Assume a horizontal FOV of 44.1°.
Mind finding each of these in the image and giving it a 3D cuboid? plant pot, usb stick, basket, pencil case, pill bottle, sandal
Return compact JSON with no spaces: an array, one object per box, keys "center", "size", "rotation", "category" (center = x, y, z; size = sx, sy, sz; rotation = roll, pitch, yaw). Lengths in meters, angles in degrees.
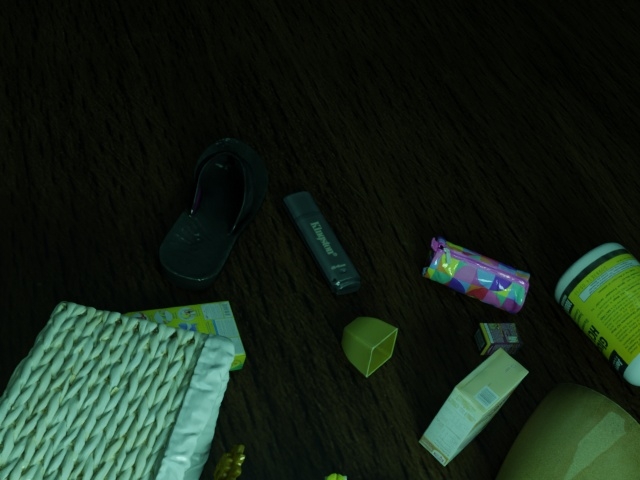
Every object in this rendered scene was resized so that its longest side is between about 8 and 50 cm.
[{"center":[0.087,0.195,1.518],"size":[0.083,0.081,0.081],"rotation":[32,45,28],"category":"plant pot"},{"center":[0.000,0.000,1.692],"size":[0.077,0.045,0.278],"rotation":[-10,52,-28],"category":"usb stick"},{"center":[-0.301,0.308,1.095],"size":[0.266,0.328,0.331],"rotation":[18,45,1],"category":"basket"},{"center":[0.402,0.411,1.339],"size":[0.254,0.237,0.237],"rotation":[-35,65,-25],"category":"plant pot"},{"center":[0.333,0.074,1.704],"size":[0.236,0.104,0.104],"rotation":[22,45,0],"category":"pencil case"},{"center":[0.664,0.179,1.650],"size":[0.188,0.188,0.334],"rotation":[-13,51,-30],"category":"pill bottle"},{"center":[-0.207,-0.085,1.655],"size":[0.168,0.107,0.445],"rotation":[17,44,-4],"category":"sandal"}]

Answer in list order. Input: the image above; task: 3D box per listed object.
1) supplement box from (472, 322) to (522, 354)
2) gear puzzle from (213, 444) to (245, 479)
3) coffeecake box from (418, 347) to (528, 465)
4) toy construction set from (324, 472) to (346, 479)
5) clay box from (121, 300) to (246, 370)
[{"center":[0.366,0.203,1.630],"size":[0.083,0.043,0.055],"rotation":[2,47,-17],"category":"supplement box"},{"center":[-0.164,0.434,1.130],"size":[0.044,0.175,0.339],"rotation":[30,42,-15],"category":"gear puzzle"},{"center":[0.270,0.297,1.405],"size":[0.068,0.185,0.142],"rotation":[42,49,21],"category":"coffeecake box"},{"center":[-0.041,0.487,1.125],"size":[0.215,0.151,0.327],"rotation":[7,35,7],"category":"toy construction set"},{"center":[-0.259,0.184,1.420],"size":[0.222,0.053,0.127],"rotation":[-6,50,-22],"category":"clay box"}]
